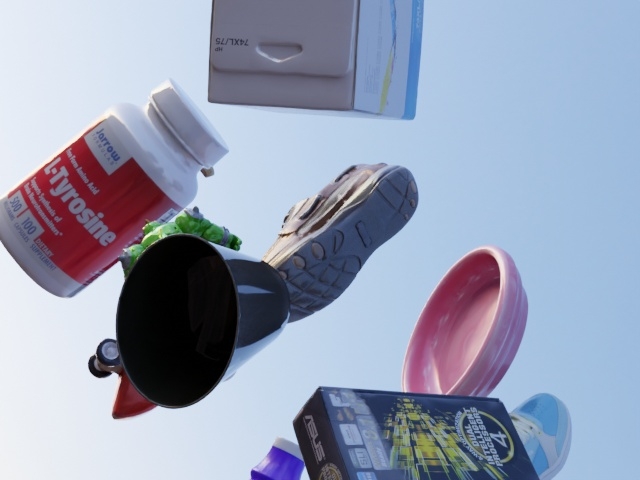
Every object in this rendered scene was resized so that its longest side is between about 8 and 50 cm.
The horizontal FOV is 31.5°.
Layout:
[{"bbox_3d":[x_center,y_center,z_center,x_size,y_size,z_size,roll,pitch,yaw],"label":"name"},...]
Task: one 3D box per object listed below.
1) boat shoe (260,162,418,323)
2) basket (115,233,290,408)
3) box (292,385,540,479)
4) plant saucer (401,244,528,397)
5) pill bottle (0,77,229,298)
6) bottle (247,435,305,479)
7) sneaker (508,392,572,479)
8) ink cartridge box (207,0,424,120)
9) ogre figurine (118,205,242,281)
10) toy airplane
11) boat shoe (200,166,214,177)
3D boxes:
[{"bbox_3d":[0.000,0.000,1.640,0.116,0.324,0.123,26,-34,45],"label":"boat shoe"},{"bbox_3d":[-0.133,0.090,1.411,0.154,0.227,0.204,11,-85,17],"label":"basket"},{"bbox_3d":[0.162,0.372,1.430,0.097,0.318,0.395,-57,-142,37],"label":"box"},{"bbox_3d":[0.264,0.170,2.021,0.084,0.332,0.332,26,-19,-15],"label":"plant saucer"},{"bbox_3d":[-0.374,-0.100,2.056,0.229,0.407,0.229,51,4,-4],"label":"pill bottle"},{"bbox_3d":[-0.108,0.466,1.888,0.092,0.283,0.118,16,-18,36],"label":"bottle"},{"bbox_3d":[0.302,0.315,1.827,0.127,0.319,0.208,14,-44,35],"label":"sneaker"},{"bbox_3d":[0.001,-0.263,1.482,0.198,0.270,0.197,6,-84,20],"label":"ink cartridge box"},{"bbox_3d":[-0.217,0.025,1.685,0.097,0.197,0.118,-111,179,-50],"label":"ogre figurine"},{"bbox_3d":[-0.282,0.188,2.414,0.272,0.384,0.386,35,18,-5],"label":"toy airplane"},{"bbox_3d":[-0.262,-0.176,2.247,0.135,0.045,0.050,54,-22,-10],"label":"boat shoe"}]
